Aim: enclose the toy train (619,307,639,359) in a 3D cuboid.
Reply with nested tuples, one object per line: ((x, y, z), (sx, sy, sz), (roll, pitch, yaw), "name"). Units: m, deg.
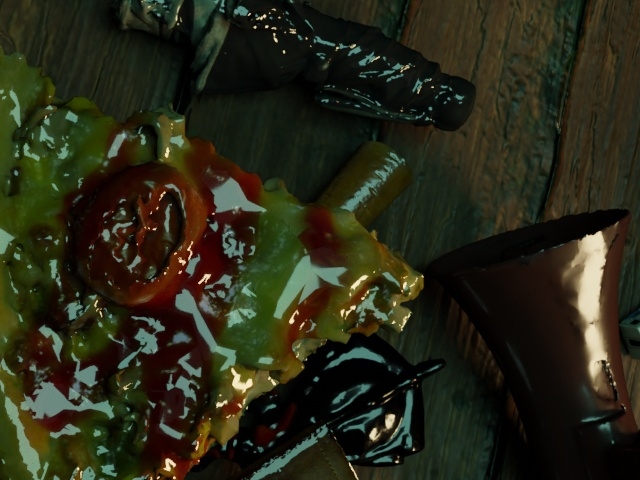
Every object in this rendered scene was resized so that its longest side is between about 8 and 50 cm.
((0.394, 0.052, 1.620), (0.207, 0.047, 0.043), (-34, 109, -26), "toy train")

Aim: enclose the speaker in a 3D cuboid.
((0.264, 0.135, 1.422), (0.198, 0.259, 0.329), (-22, 91, -44), "speaker")

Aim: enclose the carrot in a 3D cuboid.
((0.000, 0.000, 1.433), (0.061, 0.061, 0.210), (45, 70, -13), "carrot")

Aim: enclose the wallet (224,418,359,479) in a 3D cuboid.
((-0.076, 0.270, 1.328), (0.255, 0.031, 0.137), (-31, 115, -12), "wallet")

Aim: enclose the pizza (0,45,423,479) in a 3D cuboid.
((-0.106, 0.026, 1.301), (0.406, 0.130, 0.440), (-9, 82, -14), "pizza")

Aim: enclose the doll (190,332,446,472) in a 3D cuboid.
((0.000, 0.161, 1.394), (0.248, 0.088, 0.127), (-30, 118, -17), "doll")

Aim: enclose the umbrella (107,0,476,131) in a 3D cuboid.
((-0.014, -0.172, 1.419), (0.357, 0.113, 0.106), (20, 52, -22), "umbrella")
